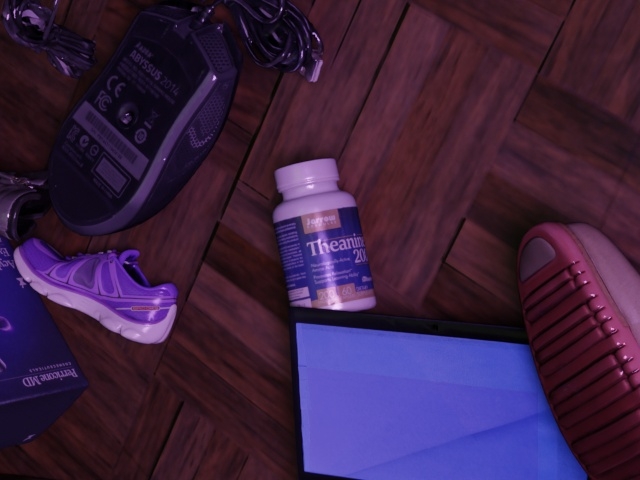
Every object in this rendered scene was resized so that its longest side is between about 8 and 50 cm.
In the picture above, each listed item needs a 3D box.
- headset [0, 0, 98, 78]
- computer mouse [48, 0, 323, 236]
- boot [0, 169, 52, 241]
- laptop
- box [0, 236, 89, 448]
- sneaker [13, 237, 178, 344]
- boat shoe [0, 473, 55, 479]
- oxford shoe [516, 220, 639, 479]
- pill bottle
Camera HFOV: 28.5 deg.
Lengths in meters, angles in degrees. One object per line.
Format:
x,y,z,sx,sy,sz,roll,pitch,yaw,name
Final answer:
-0.086,-0.285,0.960,0.394,0.185,0.243,-42,69,2,headset
-0.121,-0.113,1.051,0.272,0.072,0.188,-50,62,14,computer mouse
-0.315,-0.055,1.142,0.161,0.246,0.083,7,112,-6,boot
0.064,0.200,0.881,0.234,0.136,0.264,4,54,23,laptop
-0.337,0.089,1.155,0.108,0.153,0.207,-43,72,28,box
-0.195,0.033,1.122,0.170,0.068,0.071,23,91,21,sneaker
-0.273,0.253,1.189,0.152,0.056,0.049,3,100,43,boat shoe
0.249,0.127,0.801,0.348,0.130,0.123,60,161,7,oxford shoe
0.000,0.000,0.976,0.067,0.067,0.120,-14,87,33,pill bottle
